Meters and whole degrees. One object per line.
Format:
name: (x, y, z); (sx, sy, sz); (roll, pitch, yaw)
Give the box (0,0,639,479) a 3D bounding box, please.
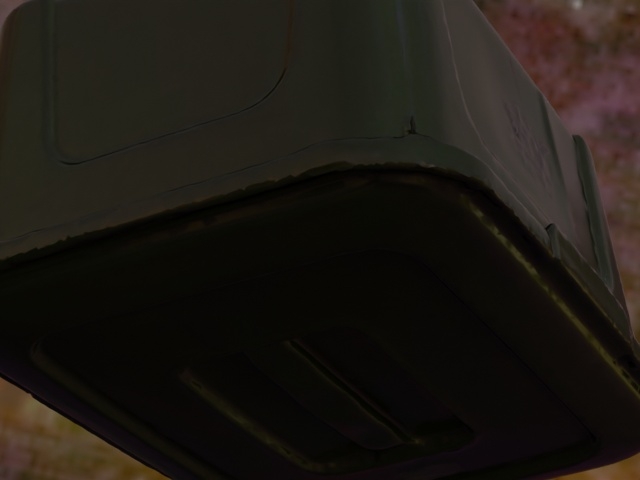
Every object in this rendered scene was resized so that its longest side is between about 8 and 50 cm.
box: (0.000, 0.000, 0.900); (0.253, 0.177, 0.328); (-17, -32, 20)
